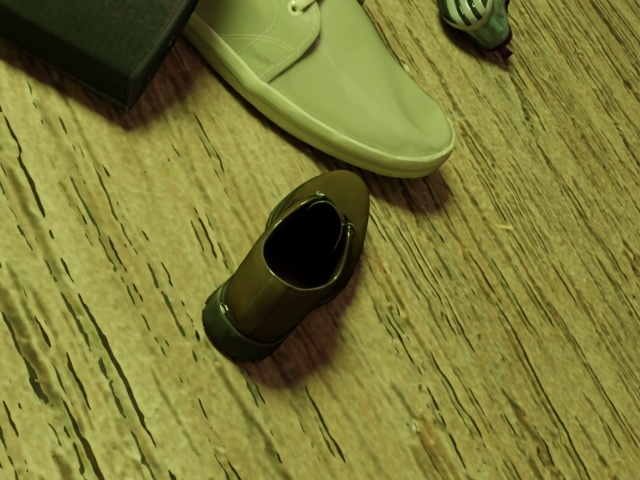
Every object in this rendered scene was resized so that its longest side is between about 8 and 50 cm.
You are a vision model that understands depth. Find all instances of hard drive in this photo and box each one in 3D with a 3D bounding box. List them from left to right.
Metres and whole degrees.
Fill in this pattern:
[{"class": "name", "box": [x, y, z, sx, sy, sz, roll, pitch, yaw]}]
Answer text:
[{"class": "hard drive", "box": [-0.155, -0.248, 0.983, 0.172, 0.054, 0.254, 30, 74, -19]}]

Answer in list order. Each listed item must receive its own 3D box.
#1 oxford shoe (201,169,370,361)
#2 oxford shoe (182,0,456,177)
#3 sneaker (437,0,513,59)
[{"class": "oxford shoe", "box": [0.000, 0.000, 0.961, 0.083, 0.096, 0.227, 38, 35, -4]}, {"class": "oxford shoe", "box": [-0.046, -0.228, 1.113, 0.449, 0.130, 0.169, 43, 35, -3]}, {"class": "sneaker", "box": [0.168, -0.300, 1.443, 0.098, 0.083, 0.223, 40, 36, -41]}]
